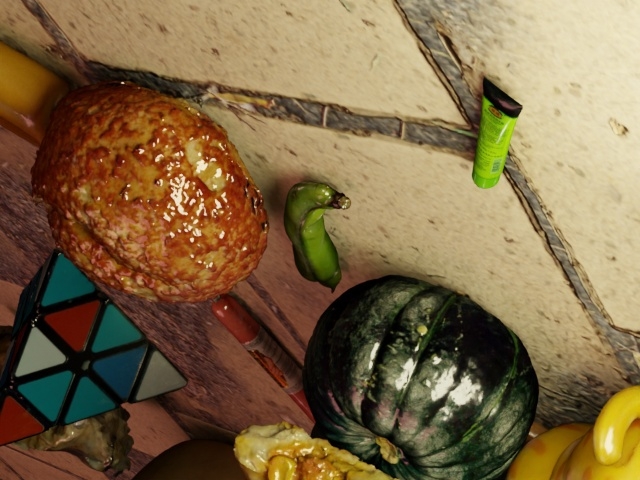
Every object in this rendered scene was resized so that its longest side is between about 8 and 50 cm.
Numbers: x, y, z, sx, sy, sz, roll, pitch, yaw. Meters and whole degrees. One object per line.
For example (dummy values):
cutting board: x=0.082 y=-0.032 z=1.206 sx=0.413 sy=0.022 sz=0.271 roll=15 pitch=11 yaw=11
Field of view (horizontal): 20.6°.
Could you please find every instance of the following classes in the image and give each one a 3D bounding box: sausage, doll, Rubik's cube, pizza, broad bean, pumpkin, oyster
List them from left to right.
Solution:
oyster: x=-0.360 y=0.225 z=2.439 sx=0.238 sy=0.114 sz=0.351 roll=17 pitch=-172 yaw=-17
Rubik's cube: x=-0.291 y=0.180 z=2.284 sx=0.234 sy=0.250 sz=0.284 roll=20 pitch=157 yaw=-14
sausage: x=-0.050 y=0.138 z=1.999 sx=0.034 sy=0.034 sz=0.253 roll=8 pitch=145 yaw=50
broad bean: x=-0.006 y=-0.005 z=1.616 sx=0.061 sy=0.046 sz=0.195 roll=34 pitch=157 yaw=12
pizza: x=0.064 y=0.279 z=1.615 sx=0.335 sy=0.086 sz=0.226 roll=41 pitch=157 yaw=-14
pumpkin: x=0.089 y=0.129 z=1.596 sx=0.220 sy=0.162 sz=0.220 roll=22 pitch=151 yaw=13
doll: x=0.262 y=0.228 z=1.549 sx=0.269 sy=0.167 sz=0.162 roll=-40 pitch=62 yaw=62

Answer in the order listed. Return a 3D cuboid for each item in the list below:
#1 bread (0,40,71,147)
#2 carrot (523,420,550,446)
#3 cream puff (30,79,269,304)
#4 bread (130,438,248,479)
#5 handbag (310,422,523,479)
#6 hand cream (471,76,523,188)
bread: x=-0.344 y=-0.174 z=1.726 sx=0.239 sy=0.074 sz=0.092 roll=30 pitch=163 yaw=12
carrot: x=0.187 y=0.180 z=1.725 sx=0.190 sy=0.037 sz=0.037 roll=31 pitch=158 yaw=11
cream puff: x=-0.167 y=-0.037 z=1.643 sx=0.240 sy=0.164 sz=0.240 roll=34 pitch=164 yaw=11
bread: x=-0.196 y=0.459 z=2.414 sx=0.253 sy=0.376 sz=0.348 roll=48 pitch=157 yaw=-27
handbag: x=0.107 y=0.250 z=1.803 sx=0.254 sy=0.181 sz=0.181 roll=30 pitch=150 yaw=13
hand cream: x=0.127 y=-0.076 z=1.297 sx=0.036 sy=0.023 sz=0.122 roll=41 pitch=160 yaw=18
